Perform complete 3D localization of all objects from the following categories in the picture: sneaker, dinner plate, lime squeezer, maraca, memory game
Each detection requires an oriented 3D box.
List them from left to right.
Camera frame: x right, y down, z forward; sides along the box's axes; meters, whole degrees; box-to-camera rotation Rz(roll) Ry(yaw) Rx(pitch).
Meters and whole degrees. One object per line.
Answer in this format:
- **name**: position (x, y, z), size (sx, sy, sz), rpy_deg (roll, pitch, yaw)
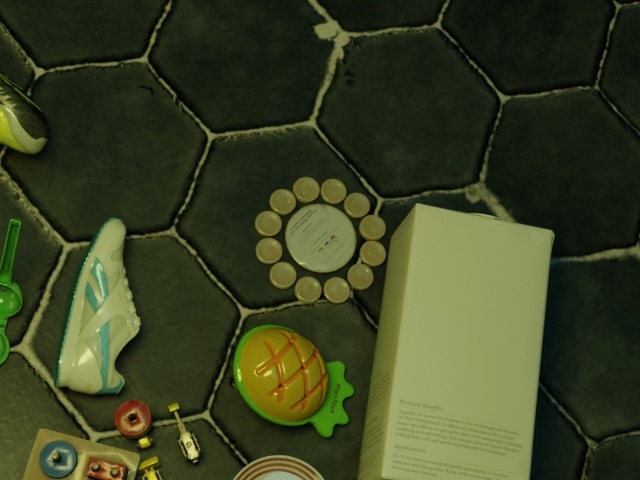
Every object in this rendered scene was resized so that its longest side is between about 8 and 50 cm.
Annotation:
- **sneaker**: position (-0.530, -0.205, 1.787), size (0.384, 0.145, 0.147), rpy_deg (30, 89, 3)
- **lime squeezer**: position (-0.405, 0.114, 1.706), size (0.059, 0.110, 0.310), rpy_deg (14, 99, -23)
- **sneaker**: position (-0.274, 0.084, 1.753), size (0.092, 0.087, 0.229), rpy_deg (14, 76, -14)
- **dinner plate**: position (-0.053, 0.343, 1.737), size (0.141, 0.017, 0.141), rpy_deg (4, 70, -11)
- **maraca**: position (-0.033, 0.179, 1.759), size (0.185, 0.099, 0.127), rpy_deg (28, 62, -28)
- **memory game**: position (0.000, 0.000, 1.870), size (0.186, 0.012, 0.186), rpy_deg (3, 71, -10)

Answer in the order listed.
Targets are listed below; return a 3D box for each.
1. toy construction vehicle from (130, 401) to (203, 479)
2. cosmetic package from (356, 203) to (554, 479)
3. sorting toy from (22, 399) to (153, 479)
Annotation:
- **toy construction vehicle**: position (-0.196, 0.263, 1.731), size (0.086, 0.035, 0.098), rpy_deg (-25, 75, -7)
- **cosmetic package**: position (0.174, 0.157, 1.775), size (0.197, 0.155, 0.365), rpy_deg (13, 68, -7)
- **sorting toy**: position (-0.303, 0.313, 1.667), size (0.132, 0.046, 0.274), rpy_deg (15, 72, 3)
